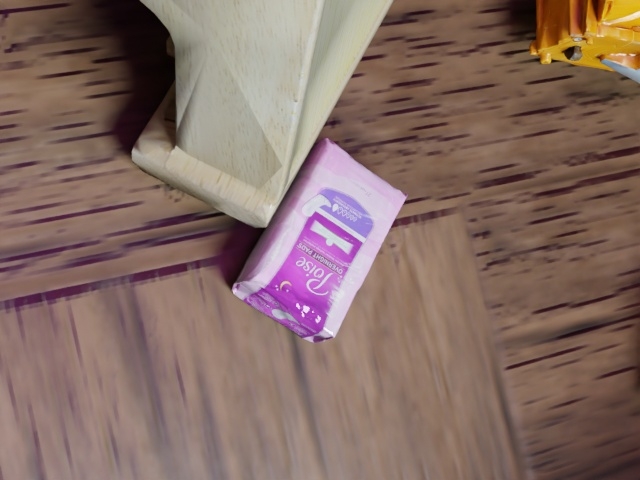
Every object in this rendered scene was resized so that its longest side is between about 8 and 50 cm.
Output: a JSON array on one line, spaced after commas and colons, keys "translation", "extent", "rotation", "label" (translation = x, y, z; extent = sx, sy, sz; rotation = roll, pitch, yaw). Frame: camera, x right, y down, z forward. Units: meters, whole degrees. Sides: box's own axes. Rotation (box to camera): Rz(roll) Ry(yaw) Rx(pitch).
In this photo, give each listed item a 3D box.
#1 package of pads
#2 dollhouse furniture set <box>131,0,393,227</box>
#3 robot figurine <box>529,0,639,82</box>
[{"translation": [0.000, 0.000, 0.544], "extent": [0.050, 0.032, 0.083], "rotation": [33, 70, -12], "label": "package of pads"}, {"translation": [-0.147, -0.207, 0.447], "extent": [0.394, 0.256, 0.362], "rotation": [26, 68, 4], "label": "dollhouse furniture set"}, {"translation": [0.249, -0.155, 0.648], "extent": [0.291, 0.085, 0.211], "rotation": [3, 81, -23], "label": "robot figurine"}]
